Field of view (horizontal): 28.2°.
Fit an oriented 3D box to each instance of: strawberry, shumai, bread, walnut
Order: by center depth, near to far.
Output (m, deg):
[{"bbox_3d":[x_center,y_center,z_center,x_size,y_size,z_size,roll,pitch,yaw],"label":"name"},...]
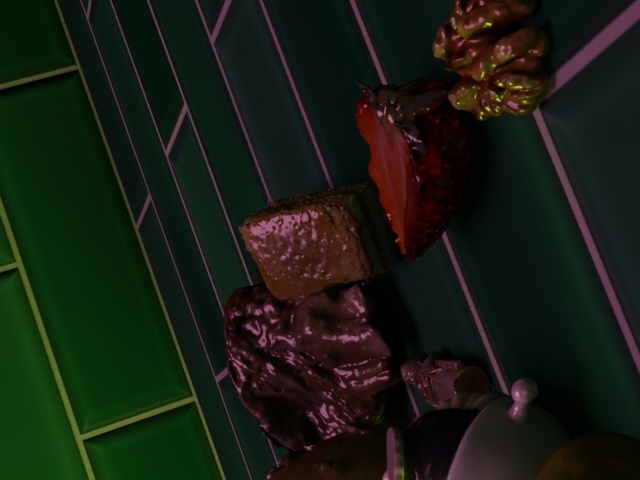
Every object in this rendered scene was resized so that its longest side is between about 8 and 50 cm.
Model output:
[{"bbox_3d":[0.165,-0.186,1.280,0.170,0.069,0.143,143,110,-68],"label":"walnut"},{"bbox_3d":[0.125,-0.076,1.460,0.174,0.098,0.228,-141,34,-61],"label":"strawberry"},{"bbox_3d":[0.000,0.000,1.764,0.196,0.102,0.138,-9,114,33],"label":"bread"},{"bbox_3d":[0.029,0.163,1.911,0.346,0.217,0.283,47,121,-1],"label":"shumai"}]

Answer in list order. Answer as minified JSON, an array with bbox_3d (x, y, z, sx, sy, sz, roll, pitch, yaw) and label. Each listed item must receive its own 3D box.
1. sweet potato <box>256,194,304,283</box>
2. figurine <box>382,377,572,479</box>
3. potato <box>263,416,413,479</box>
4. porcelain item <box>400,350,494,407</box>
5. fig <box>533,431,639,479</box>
[{"bbox_3d":[-0.049,0.017,2.035,0.422,0.131,0.130,131,120,-76],"label":"sweet potato"},{"bbox_3d":[0.215,0.334,1.414,0.361,0.211,0.253,66,-159,-1],"label":"figurine"},{"bbox_3d":[0.036,0.452,1.657,0.385,0.319,0.442,57,136,49],"label":"potato"},{"bbox_3d":[0.157,0.185,1.680,0.213,0.054,0.084,-168,64,-71],"label":"porcelain item"},{"bbox_3d":[0.279,0.318,1.129,0.258,0.258,0.326,93,165,-49],"label":"fig"}]
